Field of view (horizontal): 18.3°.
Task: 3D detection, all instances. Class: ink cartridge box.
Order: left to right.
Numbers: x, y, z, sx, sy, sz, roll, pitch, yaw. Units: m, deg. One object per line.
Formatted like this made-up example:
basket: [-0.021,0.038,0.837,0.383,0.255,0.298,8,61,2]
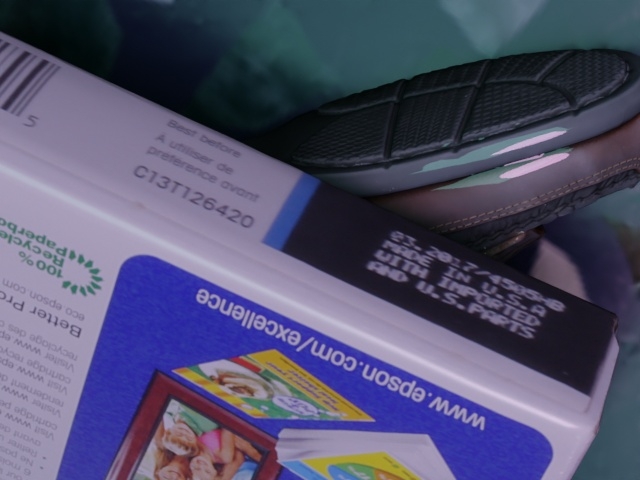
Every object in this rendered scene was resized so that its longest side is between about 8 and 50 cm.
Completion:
ink cartridge box: [-0.088,0.083,0.709,0.304,0.072,0.307,24,133,2]

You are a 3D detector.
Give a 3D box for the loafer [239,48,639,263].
loafer: [0.000,0.000,0.721,0.268,0.096,0.084,-13,112,21]
